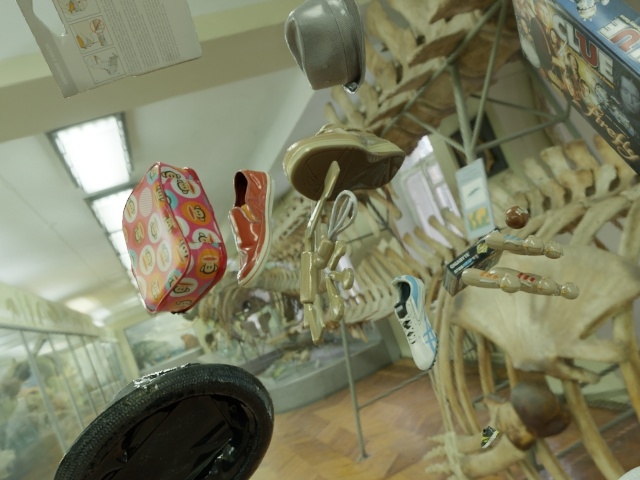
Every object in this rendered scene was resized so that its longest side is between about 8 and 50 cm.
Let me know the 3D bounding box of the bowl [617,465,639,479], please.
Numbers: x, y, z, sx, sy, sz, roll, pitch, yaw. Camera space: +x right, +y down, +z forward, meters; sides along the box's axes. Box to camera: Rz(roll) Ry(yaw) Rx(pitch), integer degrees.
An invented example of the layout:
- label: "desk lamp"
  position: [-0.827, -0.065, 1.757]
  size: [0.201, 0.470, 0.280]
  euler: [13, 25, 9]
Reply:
- label: "bowl"
  position: [0.685, 0.565, 1.003]
  size: [0.298, 0.297, 0.134]
  euler: [-22, -23, 3]

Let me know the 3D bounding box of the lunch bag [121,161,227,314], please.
- label: "lunch bag"
  position: [-0.333, 0.008, 1.181]
  size: [0.120, 0.293, 0.258]
  euler: [5, -39, -45]

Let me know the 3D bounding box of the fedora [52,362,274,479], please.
- label: "fedora"
  position: [-0.244, 0.300, 0.848]
  size: [0.334, 0.333, 0.152]
  euler: [-20, 32, -24]

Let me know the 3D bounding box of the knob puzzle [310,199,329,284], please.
- label: "knob puzzle"
  position: [0.000, 0.000, 1.086]
  size: [0.030, 0.213, 0.213]
  euler: [-2, -5, -4]

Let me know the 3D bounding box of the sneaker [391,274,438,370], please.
- label: "sneaker"
  position: [0.217, 0.193, 1.301]
  size: [0.086, 0.237, 0.085]
  euler: [7, -33, -24]

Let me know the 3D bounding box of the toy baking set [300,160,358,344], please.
- label: "toy baking set"
  position: [0.013, 0.023, 0.823]
  size: [0.030, 0.256, 0.197]
  euler: [7, -21, -21]

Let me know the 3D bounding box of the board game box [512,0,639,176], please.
- label: "board game box"
  position: [0.290, -0.199, 0.592]
  size: [0.042, 0.243, 0.165]
  euler: [-31, -36, 11]

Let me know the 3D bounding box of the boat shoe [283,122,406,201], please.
- label: "boat shoe"
  position: [0.031, -0.151, 1.001]
  size: [0.341, 0.110, 0.121]
  euler: [-10, -41, -57]

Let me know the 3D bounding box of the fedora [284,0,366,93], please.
- label: "fedora"
  position: [0.000, -0.428, 1.178]
  size: [0.124, 0.243, 0.275]
  euler: [-22, -18, -6]

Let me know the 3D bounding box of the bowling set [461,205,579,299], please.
- label: "bowling set"
  position: [0.452, 0.025, 1.198]
  size: [0.287, 0.199, 0.154]
  euler: [4, 5, -42]

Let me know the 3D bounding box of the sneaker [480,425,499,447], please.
- label: "sneaker"
  position: [0.426, 0.498, 1.400]
  size: [0.031, 0.035, 0.083]
  euler: [-26, -32, -36]

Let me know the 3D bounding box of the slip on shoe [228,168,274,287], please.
- label: "slip on shoe"
  position: [-0.178, -0.037, 1.337]
  size: [0.101, 0.331, 0.123]
  euler: [18, -35, -27]

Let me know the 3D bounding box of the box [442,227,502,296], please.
- label: "box"
  position: [0.429, 0.067, 1.540]
  size: [0.175, 0.051, 0.220]
  euler: [-37, -21, -3]

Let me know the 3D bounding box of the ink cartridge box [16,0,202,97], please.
- label: "ink cartridge box"
  position: [-0.368, -0.422, 0.924]
  size: [0.261, 0.066, 0.296]
  euler: [-21, -48, -12]
